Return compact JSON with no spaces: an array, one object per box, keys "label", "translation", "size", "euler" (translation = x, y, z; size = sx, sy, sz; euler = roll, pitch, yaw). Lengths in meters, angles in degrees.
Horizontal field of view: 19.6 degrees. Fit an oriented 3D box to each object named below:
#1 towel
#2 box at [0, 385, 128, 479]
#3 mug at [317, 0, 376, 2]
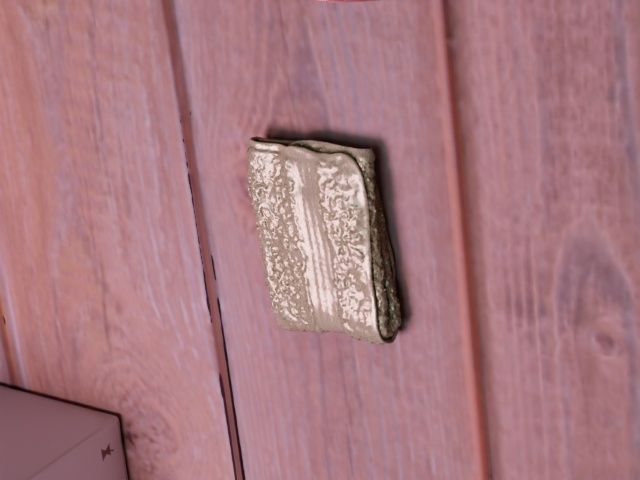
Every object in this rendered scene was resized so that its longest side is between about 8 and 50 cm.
[{"label":"towel","translation":[0.000,0.000,1.279],"size":[0.110,0.027,0.148],"euler":[6,116,36]},{"label":"box","translation":[-0.337,0.240,1.558],"size":[0.345,0.168,0.215],"euler":[10,118,33]},{"label":"mug","translation":[0.006,-0.238,1.102],"size":[0.150,0.113,0.169],"euler":[11,115,31]}]
